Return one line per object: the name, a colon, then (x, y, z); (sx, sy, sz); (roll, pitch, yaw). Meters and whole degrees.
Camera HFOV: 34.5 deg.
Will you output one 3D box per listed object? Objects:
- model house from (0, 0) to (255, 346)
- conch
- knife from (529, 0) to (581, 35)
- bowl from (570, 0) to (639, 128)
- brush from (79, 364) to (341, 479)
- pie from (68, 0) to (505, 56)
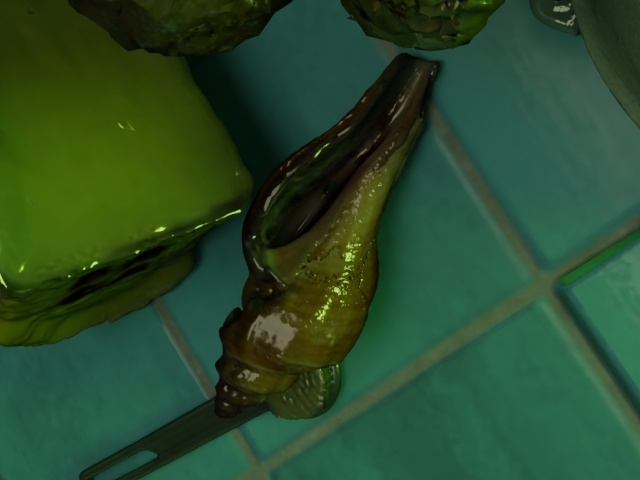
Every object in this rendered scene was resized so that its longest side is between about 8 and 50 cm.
model house: (-0.181, -0.041, 0.650); (0.193, 0.175, 0.234); (62, 147, 6)
conch: (-0.004, 0.001, 0.609); (0.086, 0.080, 0.232); (15, 89, -10)
knife: (0.145, -0.183, 0.509); (0.044, 0.023, 0.162); (30, 113, 19)
bowl: (0.226, -0.141, 0.381); (0.313, 0.146, 0.313); (6, 103, 27)
brush: (-0.090, 0.133, 0.713); (0.266, 0.027, 0.062); (-33, 82, 32)
pie: (0.085, -0.270, 0.322); (0.180, 0.395, 0.418); (28, 144, -13)
